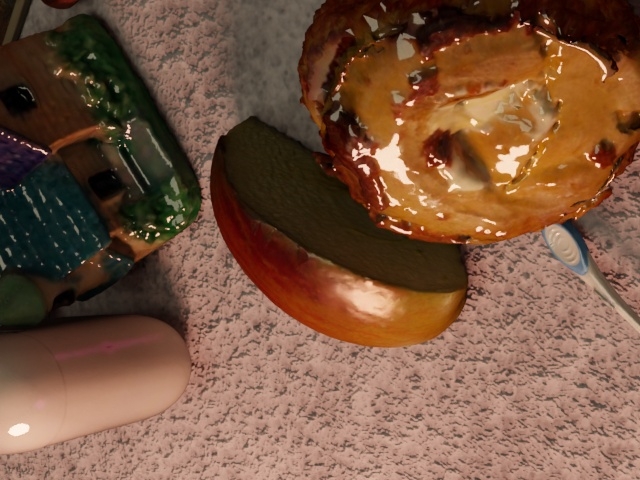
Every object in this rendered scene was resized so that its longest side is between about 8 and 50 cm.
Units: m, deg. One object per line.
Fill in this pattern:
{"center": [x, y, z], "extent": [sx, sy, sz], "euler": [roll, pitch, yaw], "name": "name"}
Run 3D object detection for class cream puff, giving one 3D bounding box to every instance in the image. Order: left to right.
{"center": [0.141, -0.156, 1.376], "extent": [0.350, 0.229, 0.350], "euler": [-2, 134, -2], "name": "cream puff"}

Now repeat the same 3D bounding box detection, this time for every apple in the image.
{"center": [0.000, 0.000, 1.599], "extent": [0.346, 0.179, 0.254], "euler": [35, 162, 21], "name": "apple"}

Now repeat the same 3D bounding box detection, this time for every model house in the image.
{"center": [-0.348, -0.070, 1.735], "extent": [0.245, 0.280, 0.312], "euler": [-29, 90, 38], "name": "model house"}

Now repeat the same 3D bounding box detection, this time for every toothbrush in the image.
{"center": [0.244, -0.004, 1.497], "extent": [0.386, 0.040, 0.040], "euler": [46, 127, 13], "name": "toothbrush"}

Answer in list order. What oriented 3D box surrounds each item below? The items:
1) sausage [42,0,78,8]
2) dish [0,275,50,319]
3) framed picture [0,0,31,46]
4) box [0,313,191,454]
{"center": [-0.304, -0.320, 1.754], "extent": [0.059, 0.054, 0.094], "euler": [43, 125, 6], "name": "sausage"}
{"center": [-0.398, 0.058, 1.962], "extent": [0.039, 0.091, 0.137], "euler": [-39, 97, 1], "name": "dish"}
{"center": [-0.486, -0.323, 1.906], "extent": [0.250, 0.016, 0.184], "euler": [40, 125, 17], "name": "framed picture"}
{"center": [-0.350, 0.171, 1.784], "extent": [0.288, 0.349, 0.141], "euler": [-3, 93, 36], "name": "box"}
